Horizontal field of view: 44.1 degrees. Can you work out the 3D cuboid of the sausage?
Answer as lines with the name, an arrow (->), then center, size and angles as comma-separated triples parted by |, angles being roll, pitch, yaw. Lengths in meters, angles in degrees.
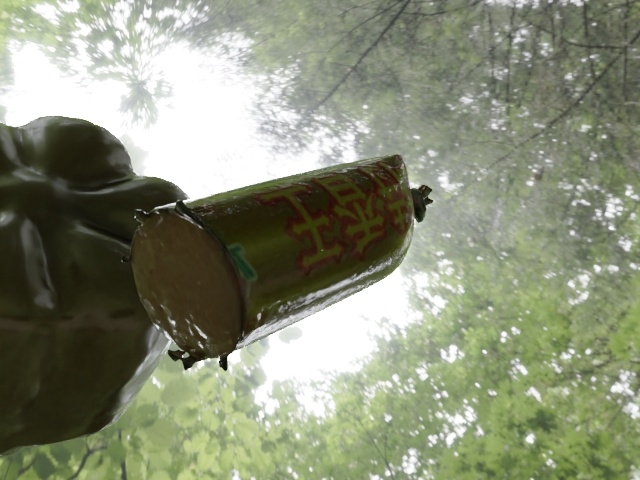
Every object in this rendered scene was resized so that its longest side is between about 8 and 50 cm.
sausage -> 0.001, 0.002, 0.667 | 0.317, 0.117, 0.125 | -18, -82, -45

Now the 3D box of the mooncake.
mooncake -> -0.389, 0.028, 1.011 | 0.467, 0.467, 0.262 | 20, -56, -16
